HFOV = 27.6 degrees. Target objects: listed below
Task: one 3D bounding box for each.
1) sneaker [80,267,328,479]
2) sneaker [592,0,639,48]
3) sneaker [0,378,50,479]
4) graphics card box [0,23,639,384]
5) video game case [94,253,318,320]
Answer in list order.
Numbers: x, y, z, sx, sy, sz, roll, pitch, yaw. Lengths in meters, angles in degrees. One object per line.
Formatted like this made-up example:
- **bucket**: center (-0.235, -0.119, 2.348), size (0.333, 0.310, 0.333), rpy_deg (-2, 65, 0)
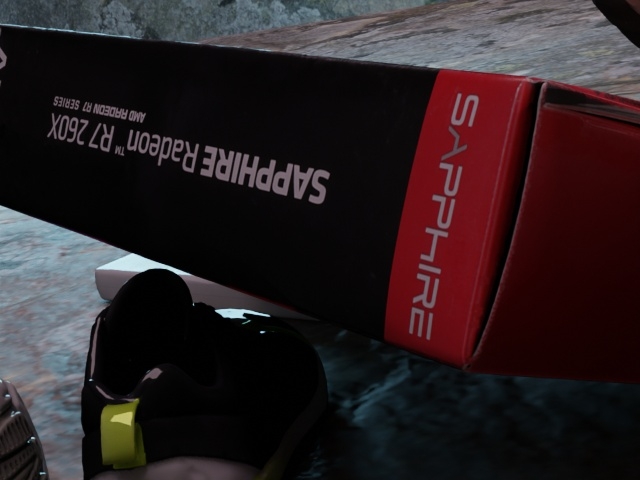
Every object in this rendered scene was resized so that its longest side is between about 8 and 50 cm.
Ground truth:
- **sneaker**: center (-0.046, 0.052, 0.539), size (0.084, 0.097, 0.235), rpy_deg (-10, 14, 5)
- **sneaker**: center (0.265, -0.099, 0.444), size (0.384, 0.145, 0.147), rpy_deg (15, -21, -9)
- **sneaker**: center (-0.171, 0.120, 0.436), size (0.115, 0.090, 0.232), rpy_deg (-16, 5, 8)
- **graphics card box**: center (0.026, -0.022, 0.561), size (0.232, 0.094, 0.371), rpy_deg (8, 6, -39)
- **video game case**: center (0.000, 0.000, 0.851), size (0.227, 0.026, 0.206), rpy_deg (3, 20, 44)
